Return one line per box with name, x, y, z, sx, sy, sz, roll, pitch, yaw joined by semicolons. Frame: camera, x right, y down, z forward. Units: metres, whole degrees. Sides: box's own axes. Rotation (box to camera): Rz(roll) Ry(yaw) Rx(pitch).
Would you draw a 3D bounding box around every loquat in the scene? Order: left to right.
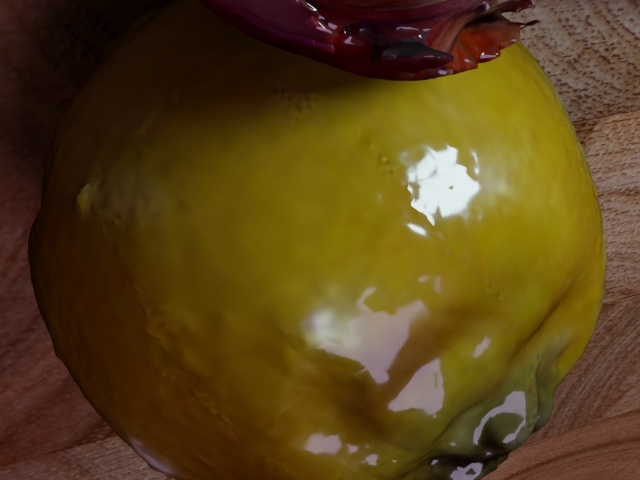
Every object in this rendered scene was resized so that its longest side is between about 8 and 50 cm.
loquat;0.000;0.000;0.702;0.328;0.328;0.328;-21;149;-14

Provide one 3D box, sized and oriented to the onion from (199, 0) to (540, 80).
onion;0.036;-0.204;0.492;0.276;0.276;0.276;-21;149;-14
